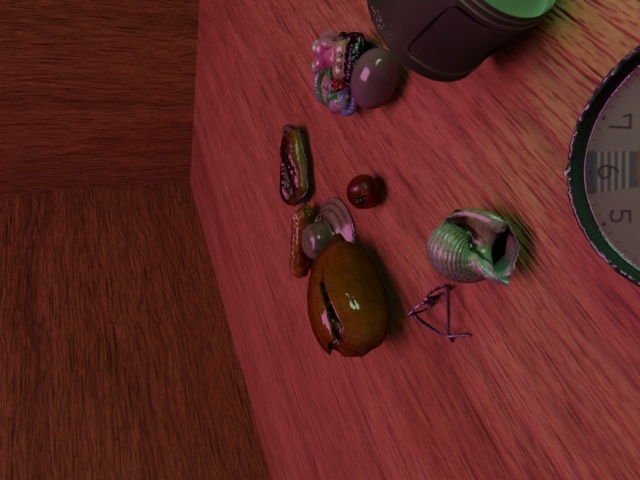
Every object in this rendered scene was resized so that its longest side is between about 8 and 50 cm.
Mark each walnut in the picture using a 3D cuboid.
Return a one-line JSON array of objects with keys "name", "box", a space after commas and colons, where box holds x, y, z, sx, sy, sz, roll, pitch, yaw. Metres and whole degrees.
[{"name": "walnut", "box": [0.062, 0.130, 1.080, 0.209, 0.208, 0.337, 124, 145, -55]}]

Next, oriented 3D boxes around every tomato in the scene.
[{"name": "tomato", "box": [0.107, -0.121, 1.038, 0.075, 0.087, 0.087, -61, 4, -34]}]

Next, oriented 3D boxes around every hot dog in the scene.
[{"name": "hot dog", "box": [-0.092, -0.249, 1.421, 0.162, 0.081, 0.271, -3, 93, 63]}, {"name": "hot dog", "box": [-0.060, 0.005, 1.401, 0.072, 0.115, 0.269, 16, 123, 17]}]

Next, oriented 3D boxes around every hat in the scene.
[{"name": "hat", "box": [0.000, 0.000, 1.264, 0.252, 0.109, 0.252, 27, 120, 60]}]

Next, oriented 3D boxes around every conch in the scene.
[{"name": "conch", "box": [0.260, 0.010, 0.728, 0.153, 0.102, 0.135, 21, 108, 25]}]

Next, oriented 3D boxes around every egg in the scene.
[{"name": "egg", "box": [0.117, -0.348, 0.922, 0.135, 0.103, 0.103, 109, 144, -52]}]

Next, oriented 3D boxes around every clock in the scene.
[{"name": "clock", "box": [0.409, -0.078, 0.436, 0.312, 0.061, 0.313, 173, 90, -66]}, {"name": "clock", "box": [0.057, -0.409, 1.045, 0.195, 0.100, 0.194, -134, 39, -55]}]

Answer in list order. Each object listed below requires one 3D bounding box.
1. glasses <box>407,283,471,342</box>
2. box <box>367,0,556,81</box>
[{"name": "glasses", "box": [0.242, 0.161, 0.854, 0.104, 0.062, 0.140, 67, 152, 26]}, {"name": "box", "box": [0.198, -0.366, 0.603, 0.149, 0.225, 0.226, -24, 75, 64]}]
